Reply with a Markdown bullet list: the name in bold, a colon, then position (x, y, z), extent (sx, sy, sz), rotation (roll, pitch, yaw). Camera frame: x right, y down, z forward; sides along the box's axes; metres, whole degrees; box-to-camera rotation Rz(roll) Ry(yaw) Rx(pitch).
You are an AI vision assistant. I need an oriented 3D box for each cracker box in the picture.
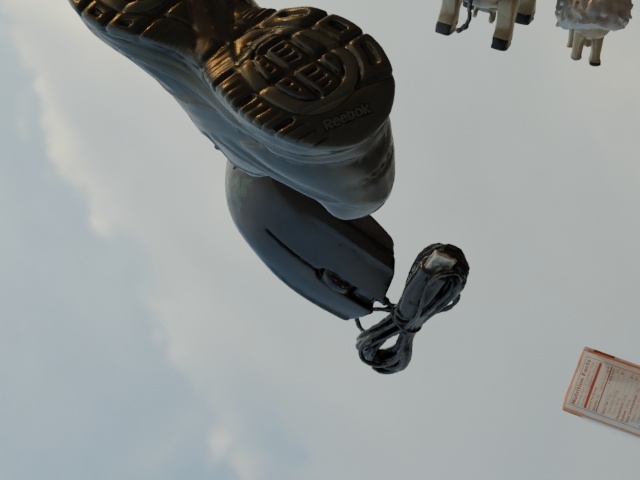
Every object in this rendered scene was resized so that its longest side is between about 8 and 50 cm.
- **cracker box**: position (0.354, 0.172, 1.704), extent (0.155, 0.232, 0.067), rotation (24, -94, -58)

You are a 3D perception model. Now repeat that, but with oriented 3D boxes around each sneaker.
- **sneaker**: position (-0.061, -0.106, 1.145), extent (0.286, 0.109, 0.130), rotation (44, 164, 34)

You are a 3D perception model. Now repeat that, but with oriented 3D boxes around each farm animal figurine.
- **farm animal figurine**: position (0.200, -0.355, 2.209), extent (0.330, 0.172, 0.327), rotation (9, -151, 1)

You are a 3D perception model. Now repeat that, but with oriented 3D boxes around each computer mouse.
- **computer mouse**: position (0.000, 0.000, 1.785), extent (0.272, 0.188, 0.072), rotation (45, -134, 11)
